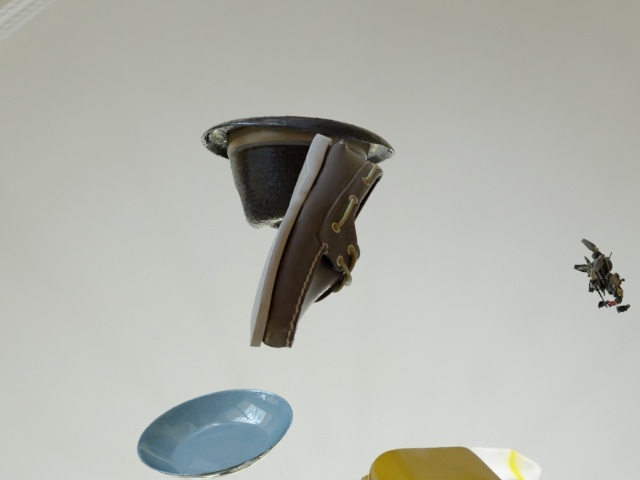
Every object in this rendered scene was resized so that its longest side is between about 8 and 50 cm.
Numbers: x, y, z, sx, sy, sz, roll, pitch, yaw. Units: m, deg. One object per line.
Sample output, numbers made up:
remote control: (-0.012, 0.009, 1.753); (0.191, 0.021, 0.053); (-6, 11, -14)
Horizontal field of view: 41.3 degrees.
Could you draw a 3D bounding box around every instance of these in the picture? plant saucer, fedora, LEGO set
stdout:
plant saucer: (-0.126, 0.246, 1.048); (0.195, 0.195, 0.037); (-15, -71, -12)
fedora: (-0.042, -0.089, 1.343); (0.334, 0.334, 0.152); (6, -97, -10)
LEGO set: (0.212, 0.027, 0.626); (0.024, 0.083, 0.054); (-21, -60, 1)

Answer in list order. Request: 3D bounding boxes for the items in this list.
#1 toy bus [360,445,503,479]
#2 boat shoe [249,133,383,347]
toy bus: (0.109, 0.256, 0.635); (0.108, 0.333, 0.130); (2, -78, -16)
boat shoe: (0.000, 0.000, 0.951); (0.097, 0.116, 0.324); (20, -139, -2)
